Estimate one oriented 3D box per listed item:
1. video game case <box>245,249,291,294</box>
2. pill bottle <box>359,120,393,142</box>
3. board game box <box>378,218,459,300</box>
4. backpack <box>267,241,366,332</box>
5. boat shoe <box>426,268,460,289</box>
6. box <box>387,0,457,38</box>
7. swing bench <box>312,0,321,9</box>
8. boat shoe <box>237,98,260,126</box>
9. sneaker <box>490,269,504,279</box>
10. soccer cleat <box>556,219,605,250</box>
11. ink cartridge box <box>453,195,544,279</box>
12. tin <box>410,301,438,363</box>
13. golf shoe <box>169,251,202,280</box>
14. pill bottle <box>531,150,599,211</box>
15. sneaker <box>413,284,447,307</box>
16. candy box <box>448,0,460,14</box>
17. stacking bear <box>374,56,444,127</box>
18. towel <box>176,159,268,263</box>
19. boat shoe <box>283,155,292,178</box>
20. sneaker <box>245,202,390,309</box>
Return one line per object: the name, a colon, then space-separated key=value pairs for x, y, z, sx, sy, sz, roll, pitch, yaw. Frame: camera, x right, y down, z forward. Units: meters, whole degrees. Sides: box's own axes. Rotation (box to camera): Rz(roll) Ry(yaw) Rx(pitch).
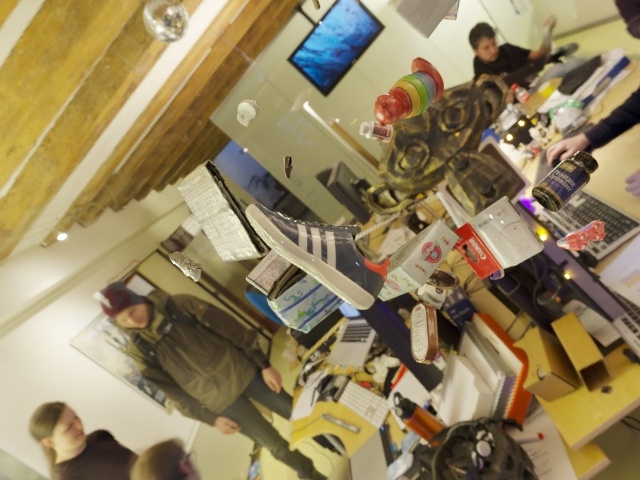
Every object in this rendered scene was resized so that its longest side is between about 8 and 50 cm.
video game case: x=-0.154 y=0.167 z=1.969 sx=0.248 sy=0.274 sz=0.035 roll=-50 pitch=-9 yaw=-37
pill bottle: x=0.274 y=-0.537 z=2.142 sx=0.086 sy=0.151 sz=0.086 roll=-171 pitch=90 yaw=-75
board game box: x=0.303 y=0.078 z=1.474 sx=0.224 sy=0.097 sz=0.303 roll=-46 pitch=-2 yaw=-21
backpack: x=-0.018 y=0.147 z=1.524 sx=0.355 sy=0.274 sz=0.290 roll=-27 pitch=15 yaw=-8
boat shoe: x=0.424 y=0.139 z=1.656 sx=0.206 sy=0.073 sz=0.073 roll=10 pitch=83 yaw=43
box: x=0.286 y=-0.663 z=1.158 sx=0.182 sy=0.118 sz=0.181 roll=-51 pitch=20 yaw=26
swing bench: x=0.072 y=-0.702 z=1.043 sx=0.252 sy=0.166 sz=0.255 roll=-13 pitch=15 yaw=9
boat shoe: x=-0.295 y=-0.550 z=1.813 sx=0.081 sy=0.079 sz=0.227 roll=-58 pitch=13 yaw=-13
sneaker: x=0.728 y=0.094 z=1.856 sx=0.071 sy=0.170 sz=0.068 roll=-23 pitch=13 yaw=5
soccer cleat: x=1.006 y=-0.022 z=1.669 sx=0.247 sy=0.083 sz=0.095 roll=-21 pitch=14 yaw=-34
ink cartridge box: x=0.532 y=0.004 z=1.351 sx=0.232 sy=0.189 sz=0.066 roll=-40 pitch=-8 yaw=34
tin: x=0.318 y=0.282 z=1.341 sx=0.106 sy=0.040 sz=0.190 roll=134 pitch=144 yaw=-55
golf shoe: x=-0.557 y=0.109 z=1.783 sx=0.069 sy=0.176 sz=0.086 roll=-27 pitch=-45 yaw=-43
pill bottle: x=0.902 y=-0.219 z=1.602 sx=0.219 sy=0.123 sz=0.123 roll=-44 pitch=11 yaw=2
sneaker: x=0.511 y=0.219 z=1.939 sx=0.146 sy=0.122 sz=0.330 roll=-58 pitch=-4 yaw=-3
candy box: x=0.435 y=-0.876 z=1.627 sx=0.196 sy=0.164 sz=0.070 roll=-51 pitch=-30 yaw=-64
stacking bear: x=0.314 y=-0.534 z=1.638 sx=0.289 sy=0.164 sz=0.176 roll=-37 pitch=-29 yaw=-23
towel: x=-0.298 y=-0.073 z=1.314 sx=0.056 sy=0.313 sz=0.324 roll=-36 pitch=14 yaw=-29
boat shoe: x=-0.168 y=-0.385 z=2.283 sx=0.049 sy=0.041 sz=0.133 roll=55 pitch=-151 yaw=-66
sneaker: x=0.000 y=0.000 z=0.976 sx=0.148 sy=0.349 sz=0.131 roll=-53 pitch=-2 yaw=-12
